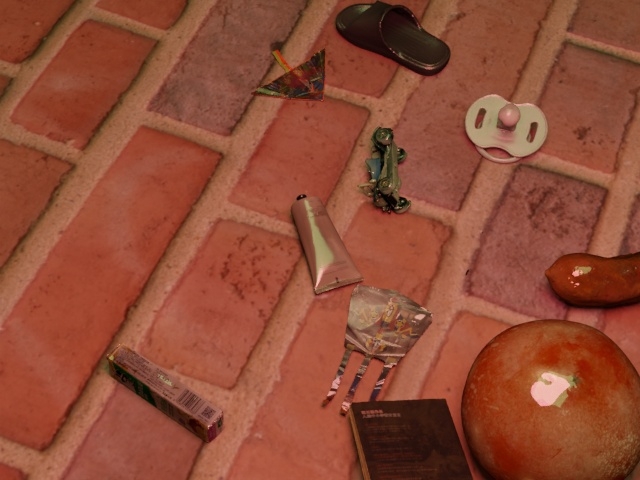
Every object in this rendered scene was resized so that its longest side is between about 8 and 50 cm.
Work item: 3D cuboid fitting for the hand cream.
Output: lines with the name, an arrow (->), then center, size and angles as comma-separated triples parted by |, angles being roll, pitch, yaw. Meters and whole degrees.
hand cream -> 0.000, 0.000, 1.696 | 0.087, 0.054, 0.186 | -15, 64, -16

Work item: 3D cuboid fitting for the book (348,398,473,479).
book -> 0.138, 0.324, 1.450 | 0.160, 0.024, 0.228 | 0, 41, -14

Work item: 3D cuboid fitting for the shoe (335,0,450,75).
shoe -> 0.146, -0.415, 1.948 | 0.241, 0.093, 0.108 | 31, 63, 17

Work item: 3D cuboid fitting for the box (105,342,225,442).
box -> -0.238, 0.232, 1.535 | 0.207, 0.050, 0.041 | 30, 57, 18

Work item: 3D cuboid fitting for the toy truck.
toy truck -> 0.108, -0.120, 1.768 | 0.078, 0.080, 0.154 | -15, 53, 21

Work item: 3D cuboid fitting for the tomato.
tomato -> 0.340, 0.236, 1.439 | 0.270, 0.222, 0.270 | -1, 58, 2

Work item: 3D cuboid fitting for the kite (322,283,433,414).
kite -> 0.082, 0.176, 1.597 | 0.141, 0.015, 0.245 | 19, 55, 13

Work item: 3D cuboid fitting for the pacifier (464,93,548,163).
pacifier -> 0.333, -0.207, 1.801 | 0.150, 0.116, 0.126 | 23, 85, 10

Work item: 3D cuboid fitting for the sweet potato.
sweet potato -> 0.508, 0.057, 1.643 | 0.292, 0.097, 0.097 | -6, 56, -14

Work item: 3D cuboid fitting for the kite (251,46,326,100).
kite -> -0.046, -0.317, 1.928 | 0.190, 0.010, 0.159 | -36, 63, -23
